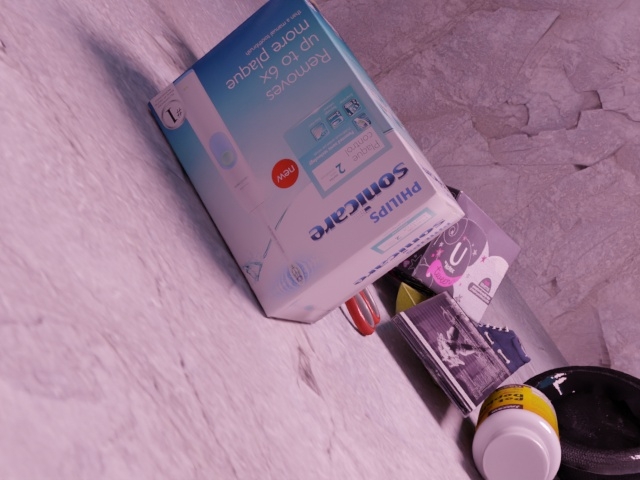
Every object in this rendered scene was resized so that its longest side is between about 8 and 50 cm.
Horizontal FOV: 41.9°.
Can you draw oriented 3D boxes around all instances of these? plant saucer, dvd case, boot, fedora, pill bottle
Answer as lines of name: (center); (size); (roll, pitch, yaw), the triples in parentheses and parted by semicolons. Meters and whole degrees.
plant saucer: (0.190, 0.171, 1.317); (0.188, 0.045, 0.188); (30, 27, -58)
dvd case: (0.196, 0.158, 1.223); (0.164, 0.018, 0.221); (53, 24, 12)
boot: (0.358, 0.200, 1.716); (0.069, 0.086, 0.190); (40, 19, -43)
fedora: (0.512, 0.374, 1.571); (0.334, 0.334, 0.152); (-88, 173, -69)
pill bottle: (0.275, 0.280, 1.174); (0.117, 0.117, 0.215); (54, 13, 5)

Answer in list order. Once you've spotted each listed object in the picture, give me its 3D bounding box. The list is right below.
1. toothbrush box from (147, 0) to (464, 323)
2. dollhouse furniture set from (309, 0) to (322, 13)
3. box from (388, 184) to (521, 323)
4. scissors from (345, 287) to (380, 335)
toothbrush box: (-0.020, -0.089, 0.915); (0.295, 0.216, 0.126); (59, 15, 19)
dollhouse furniture set: (-0.017, -0.177, 1.175); (0.151, 0.197, 0.301); (42, 18, -35)
box: (0.203, 0.014, 1.410); (0.142, 0.163, 0.247); (26, -5, 43)
scissors: (0.000, 0.000, 1.094); (0.297, 0.021, 0.109); (58, 17, -14)
